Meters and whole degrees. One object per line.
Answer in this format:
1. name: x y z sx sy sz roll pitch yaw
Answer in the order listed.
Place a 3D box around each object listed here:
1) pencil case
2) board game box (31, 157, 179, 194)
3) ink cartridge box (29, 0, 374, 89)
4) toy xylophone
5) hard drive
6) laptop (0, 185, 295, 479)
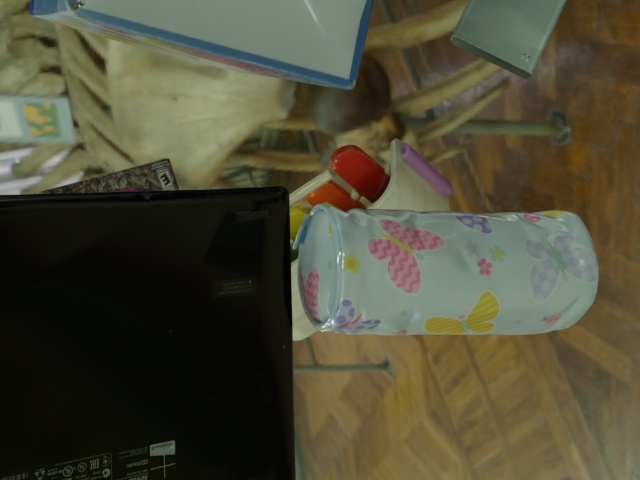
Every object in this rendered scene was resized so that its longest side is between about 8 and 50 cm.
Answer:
1. pencil case: 0.116 0.023 0.825 0.113 0.273 0.124 117 147 -53
2. board game box: -0.284 0.062 1.216 0.141 0.232 0.291 -12 98 38
3. ink cartridge box: -0.142 -0.266 0.927 0.395 0.270 0.151 33 110 64
4. toy xylophone: 0.000 0.000 1.075 0.236 0.322 0.081 45 -158 -43
5. hard drive: 0.207 -0.251 0.958 0.022 0.094 0.135 110 -175 -81
6. laptop: -0.240 0.163 0.731 0.236 0.382 0.408 6 98 52
